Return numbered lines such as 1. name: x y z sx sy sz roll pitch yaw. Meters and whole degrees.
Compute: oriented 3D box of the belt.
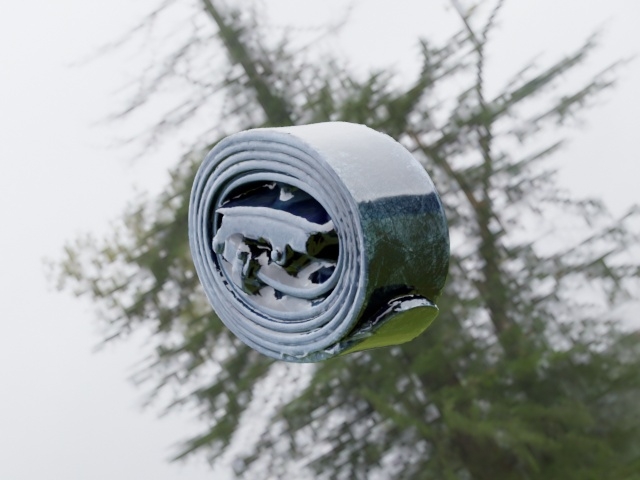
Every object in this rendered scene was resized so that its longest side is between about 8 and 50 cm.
1. belt: 0.000 0.000 0.862 0.082 0.141 0.190 -10 12 -36
